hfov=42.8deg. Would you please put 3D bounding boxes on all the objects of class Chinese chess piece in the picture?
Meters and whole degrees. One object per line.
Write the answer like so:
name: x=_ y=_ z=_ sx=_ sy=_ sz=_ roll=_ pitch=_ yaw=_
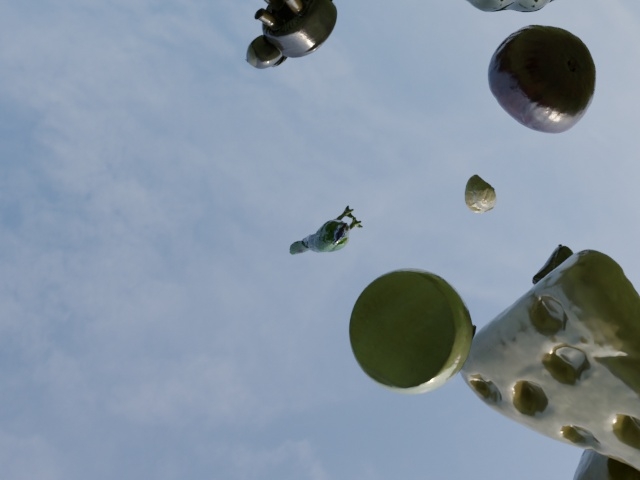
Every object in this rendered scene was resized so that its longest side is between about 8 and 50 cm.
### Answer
Chinese chess piece: x=0.102 y=0.103 z=0.930 sx=0.058 sy=0.144 sz=0.144 roll=14 pitch=-134 yaw=-58

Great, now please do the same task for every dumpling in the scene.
dumpling: x=0.297 y=-0.081 z=1.527 sx=0.043 sy=0.059 sz=0.077 roll=50 pitch=177 yaw=41

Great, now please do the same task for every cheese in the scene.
cheese: x=0.359 y=0.213 z=1.119 sx=0.130 sy=0.328 sz=0.351 roll=-35 pitch=-92 yaw=-37

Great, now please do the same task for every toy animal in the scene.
toy animal: x=0.013 y=-0.010 z=1.129 sx=0.075 sy=0.217 sz=0.041 roll=-40 pitch=-82 yaw=-16

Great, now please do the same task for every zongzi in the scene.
zongzi: x=0.446 y=0.056 z=1.441 sx=0.104 sy=0.113 sz=0.052 roll=-51 pitch=-54 yaw=-23

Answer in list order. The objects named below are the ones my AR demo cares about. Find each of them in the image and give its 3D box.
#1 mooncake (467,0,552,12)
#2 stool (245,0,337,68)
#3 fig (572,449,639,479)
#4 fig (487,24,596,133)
mooncake: x=0.305 y=-0.491 z=1.144 sx=0.352 sy=0.351 sz=0.187 roll=7 pitch=-136 yaw=-29
stool: x=-0.071 y=-0.465 z=1.730 sx=0.153 sy=0.228 sz=0.139 roll=31 pitch=176 yaw=46
fig: x=0.551 y=0.390 z=1.233 sx=0.344 sy=0.343 sz=0.343 roll=18 pitch=-131 yaw=-22
fig: x=0.462 y=-0.335 z=1.718 sx=0.235 sy=0.215 sz=0.234 roll=28 pitch=-126 yaw=-47
